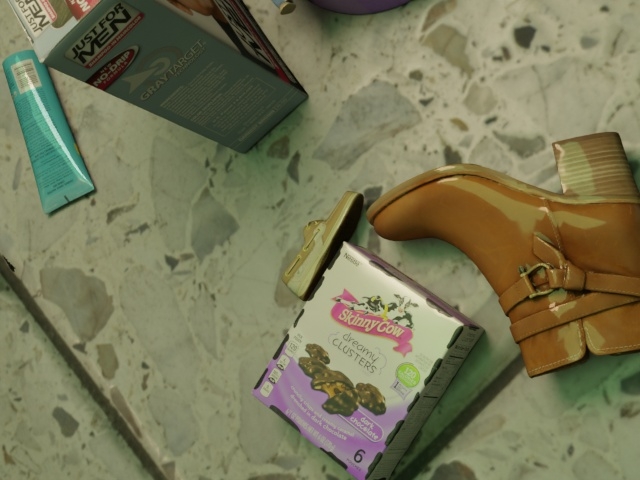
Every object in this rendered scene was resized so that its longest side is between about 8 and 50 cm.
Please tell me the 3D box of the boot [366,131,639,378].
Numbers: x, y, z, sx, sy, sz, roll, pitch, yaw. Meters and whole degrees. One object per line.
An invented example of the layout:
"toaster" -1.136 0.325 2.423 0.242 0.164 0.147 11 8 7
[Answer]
"boot" 0.192 0.029 1.129 0.283 0.109 0.220 -12 80 17

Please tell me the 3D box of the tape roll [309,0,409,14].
"tape roll" 0.044 -0.400 1.269 0.274 0.090 0.275 -4 80 25

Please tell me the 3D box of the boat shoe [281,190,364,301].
"boat shoe" 0.000 0.000 1.244 0.045 0.050 0.135 32 96 21

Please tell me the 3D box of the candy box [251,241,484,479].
"candy box" 0.048 0.127 1.188 0.165 0.070 0.196 35 98 27

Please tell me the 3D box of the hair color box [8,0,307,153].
"hair color box" -0.177 -0.233 1.187 0.113 0.374 0.185 -40 67 15

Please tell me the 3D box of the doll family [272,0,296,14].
"doll family" -0.032 -0.336 1.205 0.193 0.076 0.111 -47 70 15

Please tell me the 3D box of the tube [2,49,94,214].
"tube" -0.353 -0.143 1.446 0.080 0.052 0.207 -26 76 25
